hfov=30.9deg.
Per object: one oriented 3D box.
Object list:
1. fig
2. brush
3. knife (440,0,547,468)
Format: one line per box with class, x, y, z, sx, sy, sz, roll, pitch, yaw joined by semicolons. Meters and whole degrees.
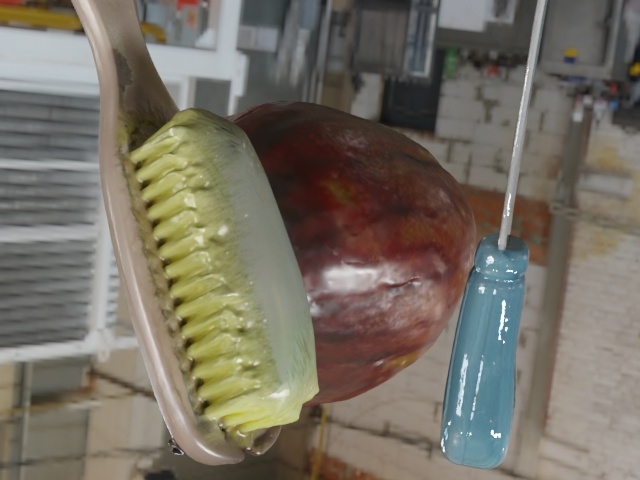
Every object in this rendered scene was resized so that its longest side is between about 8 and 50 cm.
fig;-0.007;0.007;0.831;0.263;0.224;0.224;-1;-169;-16
brush;-0.064;-0.061;0.505;0.067;0.313;0.072;-25;167;29
knife;0.077;-0.014;0.467;0.032;0.244;0.058;12;-155;14
